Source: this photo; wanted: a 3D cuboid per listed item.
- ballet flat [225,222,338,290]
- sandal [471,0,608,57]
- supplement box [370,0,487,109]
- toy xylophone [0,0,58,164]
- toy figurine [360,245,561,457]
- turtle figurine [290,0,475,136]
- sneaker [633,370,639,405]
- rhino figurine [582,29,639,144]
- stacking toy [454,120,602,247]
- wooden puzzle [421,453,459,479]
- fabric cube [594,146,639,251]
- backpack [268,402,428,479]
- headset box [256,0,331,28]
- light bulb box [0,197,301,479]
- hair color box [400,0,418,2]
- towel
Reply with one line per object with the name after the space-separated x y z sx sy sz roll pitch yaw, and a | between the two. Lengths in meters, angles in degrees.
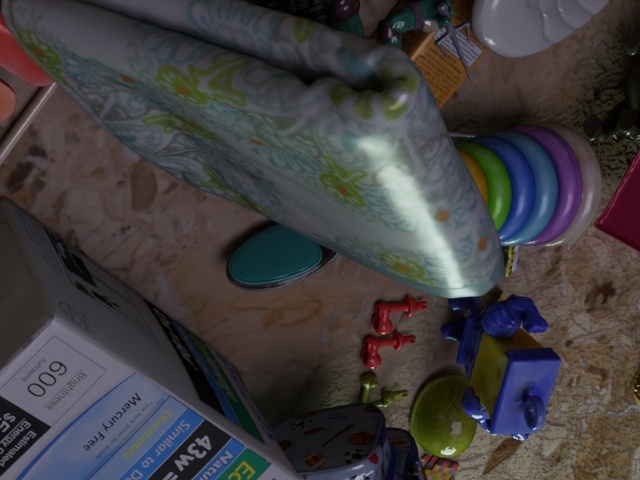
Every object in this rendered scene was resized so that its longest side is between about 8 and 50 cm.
0.000 0.000 1.325 0.213 0.072 0.068 -30 160 -4 | ballet flat
0.269 -0.351 1.208 0.416 0.102 0.169 -52 138 -8 | sandal
0.090 -0.175 1.245 0.080 0.078 0.233 29 104 -38 | supplement box
-0.345 -0.119 1.050 0.236 0.081 0.322 25 107 -38 | toy xylophone
0.178 0.170 1.431 0.191 0.217 0.362 -3 122 -26 | toy figurine
0.050 -0.150 1.089 0.118 0.175 0.234 -15 146 32 | turtle figurine
0.520 0.175 1.711 0.185 0.069 0.084 -46 125 8 | sneaker
0.391 -0.212 1.380 0.106 0.073 0.243 2 120 -47 | rhino figurine
0.144 -0.053 1.263 0.330 0.141 0.141 -5 124 -44 | stacking toy
0.155 0.313 1.652 0.083 0.006 0.049 21 109 -36 | wooden puzzle
0.501 -0.070 1.357 0.258 0.254 0.259 -14 134 -60 | fabric cube
0.006 0.305 1.399 0.276 0.263 0.213 -7 96 14 | backpack
-0.024 -0.208 1.192 0.062 0.032 0.083 -22 129 -13 | headset box
-0.281 0.220 1.217 0.358 0.225 0.361 -45 129 5 | light bulb box
-0.056 -0.318 1.054 0.347 0.105 0.174 2 120 -28 | hair color box
-0.046 -0.088 1.008 0.090 0.374 0.320 -63 152 -11 | towel
